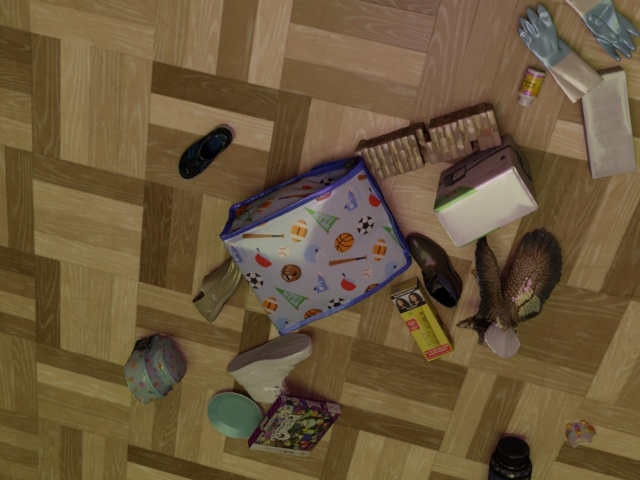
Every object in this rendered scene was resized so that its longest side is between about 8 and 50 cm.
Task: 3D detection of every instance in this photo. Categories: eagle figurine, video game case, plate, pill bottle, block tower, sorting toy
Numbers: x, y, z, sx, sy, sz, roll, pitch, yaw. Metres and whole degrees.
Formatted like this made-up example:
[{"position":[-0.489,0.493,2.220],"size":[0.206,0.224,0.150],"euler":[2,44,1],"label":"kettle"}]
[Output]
[{"position":[0.457,0.121,1.721],"size":[0.225,0.226,0.298],"euler":[31,125,19],"label":"eagle figurine"},{"position":[-0.081,0.571,2.087],"size":[0.210,0.041,0.232],"euler":[18,121,-27],"label":"video game case"},{"position":[-0.272,0.555,2.175],"size":[0.188,0.024,0.188],"euler":[5,116,10],"label":"plate"},{"position":[0.560,0.695,2.015],"size":[0.123,0.123,0.219],"euler":[4,116,10],"label":"pill bottle"},{"position":[0.258,-0.234,1.638],"size":[0.336,0.091,0.097],"euler":[-13,112,18],"label":"block tower"},{"position":[0.482,-0.351,1.560],"size":[0.043,0.043,0.083],"euler":[16,118,3],"label":"pill bottle"},{"position":[0.740,0.558,1.937],"size":[0.083,0.075,0.044],"euler":[-22,110,20],"label":"sorting toy"}]

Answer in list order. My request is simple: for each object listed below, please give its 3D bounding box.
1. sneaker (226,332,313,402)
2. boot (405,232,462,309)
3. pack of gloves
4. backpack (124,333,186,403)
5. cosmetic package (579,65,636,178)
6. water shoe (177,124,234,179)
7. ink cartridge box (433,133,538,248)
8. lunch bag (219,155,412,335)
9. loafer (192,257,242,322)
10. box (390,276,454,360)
[{"position":[-0.115,0.387,2.024],"size":[0.293,0.108,0.169],"euler":[-22,116,25],"label":"sneaker"},{"position":[0.299,0.080,1.775],"size":[0.082,0.106,0.219],"euler":[-37,104,25],"label":"boot"},{"position":[0.561,-0.451,1.489],"size":[0.195,0.046,0.232],"euler":[-38,91,13],"label":"pack of gloves"},{"position":[-0.499,0.390,2.047],"size":[0.145,0.188,0.165],"euler":[-16,111,19],"label":"backpack"},{"position":[0.653,-0.268,1.556],"size":[0.099,0.060,0.238],"euler":[-11,113,14],"label":"cosmetic package"},{"position":[-0.311,-0.225,1.767],"size":[0.073,0.080,0.203],"euler":[45,116,-11],"label":"water shoe"},{"position":[0.379,-0.120,1.568],"size":[0.198,0.273,0.114],"euler":[-30,104,23],"label":"ink cartridge box"},{"position":[0.000,0.000,1.708],"size":[0.386,0.239,0.327],"euler":[-24,115,12],"label":"lunch bag"},{"position":[-0.287,0.122,1.921],"size":[0.092,0.102,0.268],"euler":[28,119,-10],"label":"loafer"},{"position":[0.281,0.218,1.874],"size":[0.087,0.058,0.232],"euler":[-23,109,20],"label":"box"}]
